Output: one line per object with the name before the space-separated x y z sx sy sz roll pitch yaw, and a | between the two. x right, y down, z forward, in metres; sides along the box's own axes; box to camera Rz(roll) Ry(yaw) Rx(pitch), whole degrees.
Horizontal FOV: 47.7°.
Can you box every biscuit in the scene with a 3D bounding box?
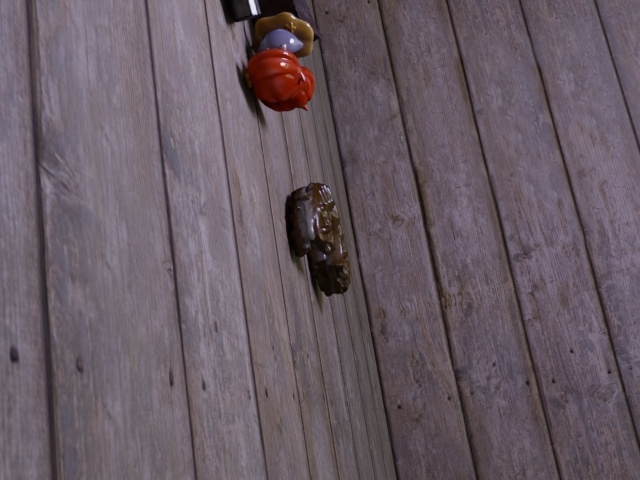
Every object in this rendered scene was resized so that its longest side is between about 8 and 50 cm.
biscuit | -0.004 -0.020 2.007 0.366 0.115 0.268 67 14 -58

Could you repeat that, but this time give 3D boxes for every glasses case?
glasses case | -0.205 -0.656 1.653 0.114 0.060 0.299 24 -49 66

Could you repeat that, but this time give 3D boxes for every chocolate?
chocolate | -0.110 -0.645 1.954 0.112 0.112 0.321 14 49 -56

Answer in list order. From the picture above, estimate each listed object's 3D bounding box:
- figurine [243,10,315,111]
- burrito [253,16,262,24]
figurine | -0.096 -0.421 1.784 0.208 0.181 0.257 111 -10 -46
burrito | -0.156 -0.581 2.019 0.051 0.042 0.171 -79 159 -44
